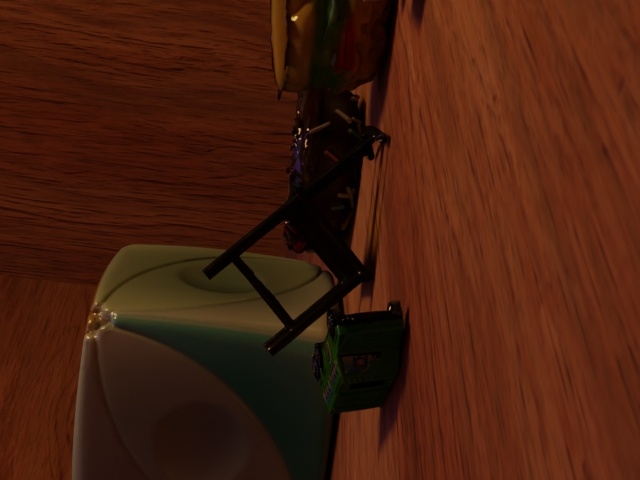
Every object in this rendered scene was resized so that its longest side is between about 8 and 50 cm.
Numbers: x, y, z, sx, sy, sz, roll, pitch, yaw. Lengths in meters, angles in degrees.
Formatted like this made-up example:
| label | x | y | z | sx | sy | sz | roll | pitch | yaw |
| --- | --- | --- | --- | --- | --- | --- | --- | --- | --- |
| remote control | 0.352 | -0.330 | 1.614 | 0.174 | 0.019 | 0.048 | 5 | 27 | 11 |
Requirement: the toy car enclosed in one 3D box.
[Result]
| label | x | y | z | sx | sy | sz | roll | pitch | yaw |
| --- | --- | --- | --- | --- | --- | --- | --- | --- | --- |
| toy car | 0.036 | 0.109 | 1.153 | 0.165 | 0.071 | 0.062 | 104 | 156 | -64 |

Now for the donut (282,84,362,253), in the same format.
| label | x | y | z | sx | sy | sz | roll | pitch | yaw |
| --- | --- | --- | --- | --- | --- | --- | --- | --- | --- |
| donut | 0.001 | -0.106 | 1.831 | 0.270 | 0.103 | 0.269 | -174 | 90 | -89 |

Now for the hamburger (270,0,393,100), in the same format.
| label | x | y | z | sx | sy | sz | roll | pitch | yaw |
| --- | --- | --- | --- | --- | --- | --- | --- | --- | --- |
| hamburger | 0.015 | -0.297 | 1.590 | 0.237 | 0.149 | 0.237 | 178 | 90 | -84 |

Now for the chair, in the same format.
| label | x | y | z | sx | sy | sz | roll | pitch | yaw |
| --- | --- | --- | --- | --- | --- | --- | --- | --- | --- |
| chair | 0.000 | 0.000 | 1.475 | 0.260 | 0.141 | 0.154 | -39 | 1 | -5 |

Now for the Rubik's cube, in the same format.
| label | x | y | z | sx | sy | sz | roll | pitch | yaw |
| --- | --- | --- | --- | --- | --- | --- | --- | --- | --- |
| Rubik's cube | -0.159 | 0.217 | 1.794 | 0.347 | 0.352 | 0.352 | -96 | 16 | -74 |
